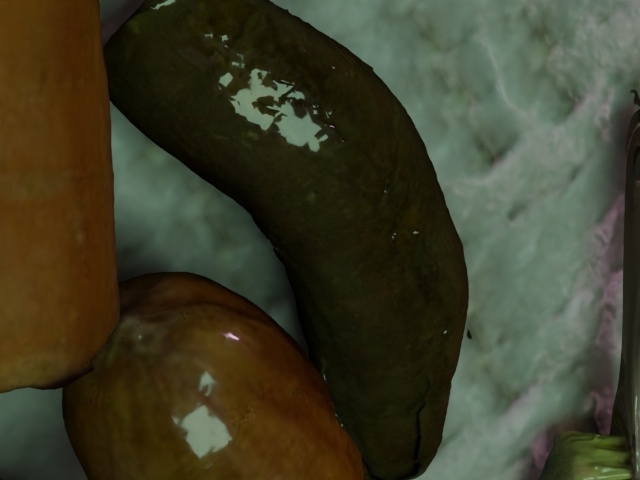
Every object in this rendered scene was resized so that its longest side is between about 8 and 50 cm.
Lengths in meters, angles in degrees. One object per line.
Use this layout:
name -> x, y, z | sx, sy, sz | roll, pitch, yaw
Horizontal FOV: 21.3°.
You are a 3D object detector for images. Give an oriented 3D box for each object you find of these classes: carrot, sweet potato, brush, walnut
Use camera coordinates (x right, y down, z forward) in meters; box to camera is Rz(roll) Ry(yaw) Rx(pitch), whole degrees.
carrot -> -0.139, -0.065, 0.595 | 0.159, 0.159, 0.225 | 1, 107, -25
sweet potato -> 0.001, -0.005, 0.734 | 0.112, 0.085, 0.286 | -12, 132, 16
brush -> 0.138, 0.089, 0.838 | 0.067, 0.072, 0.313 | -3, 110, -9
walnut -> -0.039, 0.093, 0.721 | 0.116, 0.116, 0.207 | -38, 132, -8

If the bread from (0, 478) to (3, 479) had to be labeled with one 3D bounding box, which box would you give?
bread -> -0.178, 0.198, 0.699 | 0.174, 0.121, 0.245 | 32, 96, -32
